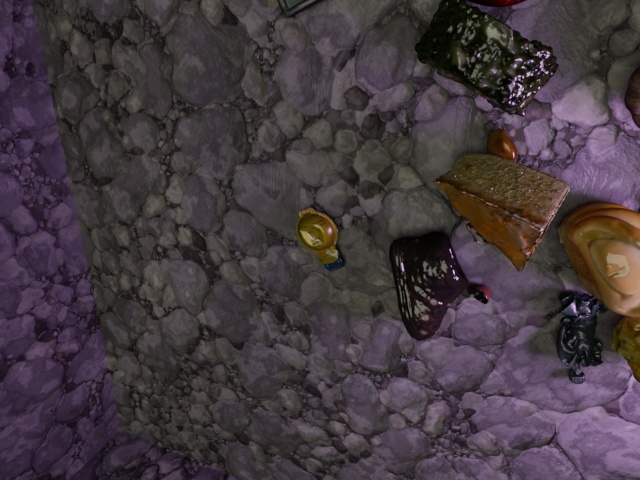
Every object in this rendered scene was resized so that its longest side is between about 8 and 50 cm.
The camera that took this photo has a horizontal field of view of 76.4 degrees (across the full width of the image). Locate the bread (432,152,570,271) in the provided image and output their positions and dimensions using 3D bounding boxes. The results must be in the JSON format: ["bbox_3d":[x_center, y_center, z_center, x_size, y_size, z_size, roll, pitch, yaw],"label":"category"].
[{"bbox_3d":[0.526,-0.087,1.211,0.315,0.248,0.279,27,153,33],"label":"bread"}]

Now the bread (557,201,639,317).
[{"bbox_3d":[0.837,0.042,1.130,0.211,0.270,0.316,-29,92,15],"label":"bread"}]

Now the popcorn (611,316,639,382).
[{"bbox_3d":[1.011,0.313,1.200,0.249,0.225,0.249,8,103,35],"label":"popcorn"}]

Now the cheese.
[{"bbox_3d":[0.000,0.000,1.568,0.177,0.069,0.270,-20,105,29],"label":"cheese"}]

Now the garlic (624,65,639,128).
[{"bbox_3d":[0.875,-0.387,0.994,0.245,0.160,0.245,2,123,2],"label":"garlic"}]

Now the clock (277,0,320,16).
[{"bbox_3d":[-0.044,-0.870,1.233,0.279,0.049,0.273,-13,106,27],"label":"clock"}]

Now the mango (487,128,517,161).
[{"bbox_3d":[0.546,-0.280,1.225,0.080,0.060,0.114,-9,110,42],"label":"mango"}]

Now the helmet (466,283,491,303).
[{"bbox_3d":[0.560,0.178,1.418,0.084,0.049,0.065,38,159,34],"label":"helmet"}]

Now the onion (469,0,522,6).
[{"bbox_3d":[0.441,-0.711,0.971,0.273,0.285,0.273,0,87,5],"label":"onion"}]

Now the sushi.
[{"bbox_3d":[0.425,-0.478,1.061,0.352,0.294,0.178,36,117,9],"label":"sushi"}]

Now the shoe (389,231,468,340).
[{"bbox_3d":[0.391,0.161,1.412,0.237,0.171,0.384,-9,100,30],"label":"shoe"}]

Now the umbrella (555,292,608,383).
[{"bbox_3d":[0.854,0.332,1.334,0.143,0.094,0.349,2,114,27],"label":"umbrella"}]
